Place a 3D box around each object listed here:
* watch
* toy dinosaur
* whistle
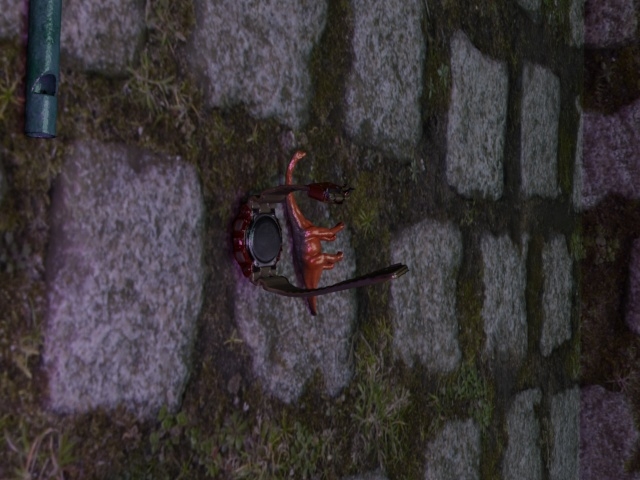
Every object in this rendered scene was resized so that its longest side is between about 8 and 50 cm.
[{"bbox_3d":[-0.006,-0.005,1.216,0.102,0.268,0.165,-6,86,-54],"label":"watch"},{"bbox_3d":[-0.010,-0.008,1.387,0.101,0.055,0.280,-7,99,-32],"label":"toy dinosaur"},{"bbox_3d":[-0.316,-0.211,0.971,0.039,0.039,0.186,6,85,-55],"label":"whistle"}]
